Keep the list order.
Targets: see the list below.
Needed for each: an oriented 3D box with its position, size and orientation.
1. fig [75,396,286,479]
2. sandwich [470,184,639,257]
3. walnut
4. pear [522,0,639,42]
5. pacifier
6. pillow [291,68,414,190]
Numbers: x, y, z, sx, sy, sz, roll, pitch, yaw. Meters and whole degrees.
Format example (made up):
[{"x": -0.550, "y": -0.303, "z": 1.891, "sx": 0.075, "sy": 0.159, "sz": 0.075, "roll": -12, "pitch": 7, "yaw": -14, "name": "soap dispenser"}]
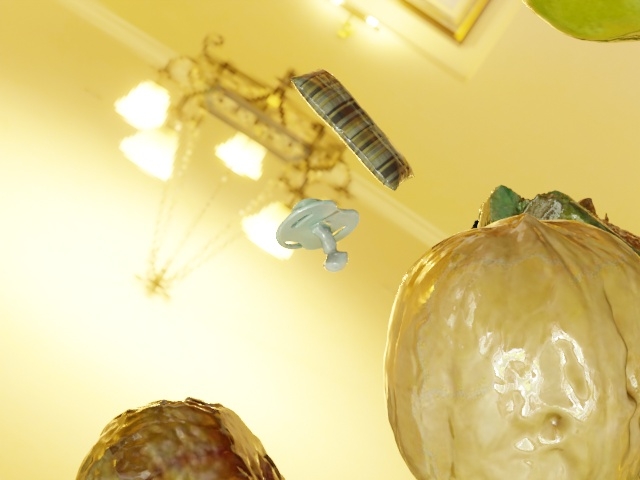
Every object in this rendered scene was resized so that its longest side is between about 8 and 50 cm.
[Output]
[{"x": -0.188, "y": 0.352, "z": 1.274, "sx": 0.286, "sy": 0.368, "sz": 0.286, "roll": 49, "pitch": -179, "yaw": -1, "name": "fig"}, {"x": 0.373, "y": 0.041, "z": 1.657, "sx": 0.301, "sy": 0.162, "sz": 0.250, "roll": 2, "pitch": -113, "yaw": -28, "name": "sandwich"}, {"x": 0.140, "y": 0.088, "z": 0.834, "sx": 0.195, "sy": 0.222, "sz": 0.195, "roll": -4, "pitch": -159, "yaw": 2, "name": "walnut"}, {"x": 0.222, "y": -0.277, "z": 0.783, "sx": 0.253, "sy": 0.307, "sz": 0.253, "roll": 28, "pitch": -164, "yaw": -9, "name": "pear"}, {"x": 0.000, "y": 0.000, "z": 1.850, "sx": 0.150, "sy": 0.127, "sz": 0.116, "roll": 28, "pitch": -144, "yaw": -60, "name": "pacifier"}, {"x": 0.048, "y": -0.152, "z": 1.650, "sx": 0.203, "sy": 0.038, "sz": 0.113, "roll": 47, "pitch": -157, "yaw": 2, "name": "pillow"}]
